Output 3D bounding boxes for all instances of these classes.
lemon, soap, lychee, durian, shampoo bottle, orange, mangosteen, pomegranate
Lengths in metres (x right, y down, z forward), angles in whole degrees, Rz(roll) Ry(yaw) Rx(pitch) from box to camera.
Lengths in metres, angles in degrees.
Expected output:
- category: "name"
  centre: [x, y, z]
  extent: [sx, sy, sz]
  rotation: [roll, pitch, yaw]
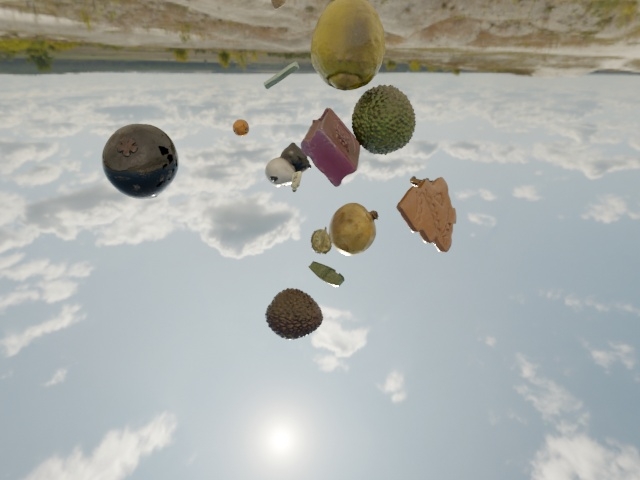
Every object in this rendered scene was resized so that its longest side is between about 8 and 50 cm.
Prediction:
- category: "lemon"
  centre: [0.096, -0.698, 1.494]
  extent: [0.285, 0.285, 0.316]
  rotation: [-3, -126, -7]
- category: "soap"
  centre: [0.048, -0.400, 1.768]
  extent: [0.128, 0.233, 0.359]
  rotation: [-36, -161, 25]
- category: "lychee"
  centre: [-0.116, 0.326, 1.848]
  extent: [0.271, 0.236, 0.236]
  rotation: [1, -162, 38]
- category: "lychee"
  centre: [0.250, -0.474, 1.671]
  extent: [0.320, 0.270, 0.270]
  rotation: [18, -173, -40]
- category: "durian"
  centre: [0.000, 0.000, 2.583]
  extent: [0.148, 0.188, 0.091]
  rotation: [23, 164, -15]
- category: "shampoo bottle"
  centre: [-0.114, -0.266, 1.926]
  extent: [0.049, 0.034, 0.141]
  rotation: [-17, -142, 20]
- category: "orange"
  centre: [-0.379, -0.536, 1.999]
  extent: [0.083, 0.083, 0.083]
  rotation: [0, -158, 0]
- category: "mangosteen"
  centre: [-0.650, -0.279, 1.554]
  extent: [0.275, 0.275, 0.302]
  rotation: [-1, 166, -3]
- category: "pomegranate"
  centre: [0.172, -0.059, 2.327]
  extent: [0.307, 0.307, 0.307]
  rotation: [0, -158, 0]

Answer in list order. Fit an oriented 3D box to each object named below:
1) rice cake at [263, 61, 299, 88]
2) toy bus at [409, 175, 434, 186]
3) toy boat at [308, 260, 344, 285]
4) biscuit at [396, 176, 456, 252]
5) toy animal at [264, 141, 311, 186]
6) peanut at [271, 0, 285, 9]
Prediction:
- category: "rice cake"
  centre: [-0.164, -0.692, 1.758]
  extent: [0.170, 0.029, 0.033]
  rotation: [-29, -132, 11]
- category: "toy bus"
  centre: [0.558, -0.292, 2.251]
  extent: [0.194, 0.088, 0.083]
  rotation: [-2, -161, -43]
- category: "toy boat"
  centre: [0.039, 0.195, 2.409]
  extent: [0.093, 0.055, 0.293]
  rotation: [-49, -141, -13]
- category: "biscuit"
  centre: [0.386, -0.101, 1.488]
  extent: [0.306, 0.284, 0.043]
  rotation: [4, 170, -38]
- category: "toy animal"
  centre: [-0.185, -0.386, 2.239]
  extent: [0.235, 0.165, 0.187]
  rotation: [-45, -154, -14]
- category: "peanut"
  centre: [-0.204, -1.205, 2.055]
  extent: [0.076, 0.152, 0.076]
  rotation: [6, 175, 1]
